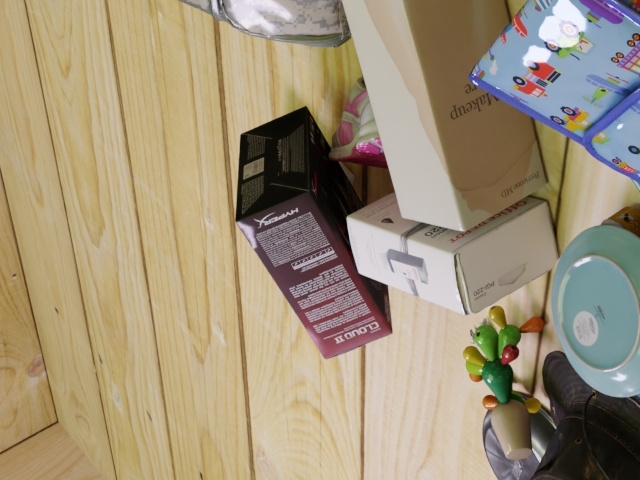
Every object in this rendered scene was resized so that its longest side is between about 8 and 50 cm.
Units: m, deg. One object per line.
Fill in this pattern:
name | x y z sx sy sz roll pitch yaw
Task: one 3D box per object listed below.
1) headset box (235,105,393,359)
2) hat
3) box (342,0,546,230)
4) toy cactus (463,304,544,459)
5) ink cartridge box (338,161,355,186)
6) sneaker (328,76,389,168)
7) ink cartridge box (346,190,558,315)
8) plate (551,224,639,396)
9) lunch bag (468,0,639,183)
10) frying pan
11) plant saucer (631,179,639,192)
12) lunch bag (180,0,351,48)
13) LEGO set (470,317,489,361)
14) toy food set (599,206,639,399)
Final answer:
headset box | 0.000 0.000 1.803 0.293 0.110 0.218 59 -163 -32
hat | 0.327 0.291 1.553 0.331 0.134 0.331 51 170 13
box | 0.142 -0.182 1.517 0.121 0.148 0.311 16 130 54
toy cactus | 0.245 0.193 1.695 0.219 0.112 0.180 80 -179 -56
ink cartridge box | -0.023 -0.100 1.974 0.150 0.063 0.109 48 150 25
sneaker | 0.079 -0.156 1.715 0.252 0.103 0.111 165 112 -75
ink cartridge box | 0.161 -0.001 1.636 0.218 0.159 0.092 23 133 51
plate | 0.306 0.077 1.423 0.188 0.024 0.188 15 109 56
lunch bag | 0.325 -0.153 1.256 0.293 0.138 0.221 39 154 1
frying pan | 0.323 0.357 1.823 0.326 0.053 0.197 58 154 13
plant saucer | 0.387 -0.014 1.384 0.192 0.018 0.067 59 153 8
lunch bag | -0.053 -0.402 1.599 0.256 0.212 0.305 28 142 23
LEGO set | 0.224 0.146 1.816 0.054 0.023 0.083 10 124 57
toy food set | 0.352 0.088 1.436 0.232 0.104 0.111 57 157 4
